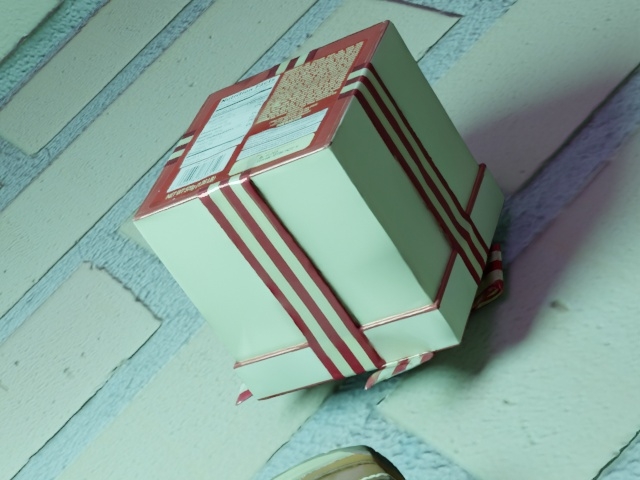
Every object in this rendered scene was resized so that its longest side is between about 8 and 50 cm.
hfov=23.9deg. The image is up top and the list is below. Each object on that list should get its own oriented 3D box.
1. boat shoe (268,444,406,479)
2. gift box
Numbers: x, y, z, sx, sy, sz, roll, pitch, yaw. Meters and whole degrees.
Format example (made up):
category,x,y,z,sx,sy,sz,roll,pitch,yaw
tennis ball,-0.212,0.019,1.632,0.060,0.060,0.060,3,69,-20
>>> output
category,x,y,z,sx,sy,sz,roll,pitch,yaw
boat shoe,-0.047,0.305,1.205,0.324,0.122,0.120,-44,35,11
gift box,0.000,0.000,1.382,0.255,0.258,0.276,-16,31,35
